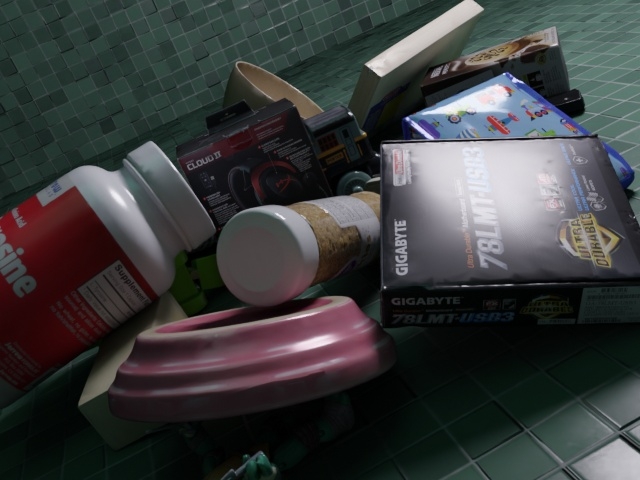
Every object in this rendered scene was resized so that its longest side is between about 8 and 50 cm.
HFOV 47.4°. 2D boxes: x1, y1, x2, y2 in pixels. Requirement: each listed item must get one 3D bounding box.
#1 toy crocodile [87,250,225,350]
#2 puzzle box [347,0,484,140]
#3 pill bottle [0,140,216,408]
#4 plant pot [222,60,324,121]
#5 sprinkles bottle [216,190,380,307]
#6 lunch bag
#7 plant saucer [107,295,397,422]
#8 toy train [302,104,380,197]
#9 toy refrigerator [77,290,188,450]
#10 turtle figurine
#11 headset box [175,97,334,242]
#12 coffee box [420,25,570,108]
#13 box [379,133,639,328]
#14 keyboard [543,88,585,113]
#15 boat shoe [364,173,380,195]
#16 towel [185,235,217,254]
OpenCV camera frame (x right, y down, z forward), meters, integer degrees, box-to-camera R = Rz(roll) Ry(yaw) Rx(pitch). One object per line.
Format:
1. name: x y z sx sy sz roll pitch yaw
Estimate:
1. toy crocodile: -0.310 0.105 1.258 0.340 0.115 0.105 -29 15 -20
2. puzzle box: 0.210 -0.390 1.738 0.409 0.052 0.272 -38 -16 -33
3. pill bottle: -0.368 0.038 1.075 0.407 0.229 0.229 -37 24 -12
4. plant pot: -0.143 -0.304 1.887 0.191 0.284 0.284 -55 13 19
5. sprinkles bottle: 0.000 0.000 1.014 0.121 0.121 0.355 -12 2 27
6. lunch bag: 0.297 -0.108 1.085 0.221 0.138 0.293 -27 45 -22
7. plant saucer: -0.080 0.125 0.847 0.332 0.084 0.332 -10 1 0
8. toy train: -0.042 -0.123 1.410 0.333 0.190 0.142 -25 21 -3
9. toy refrigerator: -0.260 0.178 1.069 0.102 0.094 0.269 -29 21 5
10. turtle figurine: -0.080 0.224 0.748 0.175 0.118 0.234 10 26 43
11. headset box: -0.104 -0.095 1.268 0.218 0.293 0.110 -26 22 -4
12. coffee box: 0.386 -0.355 1.614 0.297 0.119 0.168 -14 23 22
13. box: 0.218 -0.022 0.886 0.293 0.073 0.296 0 40 6
14. keyboard: 0.368 -0.231 1.469 0.317 0.033 0.201 -15 17 22
15. boat shoe: 0.170 -0.101 1.293 0.068 0.081 0.227 -39 24 -26
16. towel: -0.335 -0.014 1.482 0.283 0.121 0.235 -8 10 31
